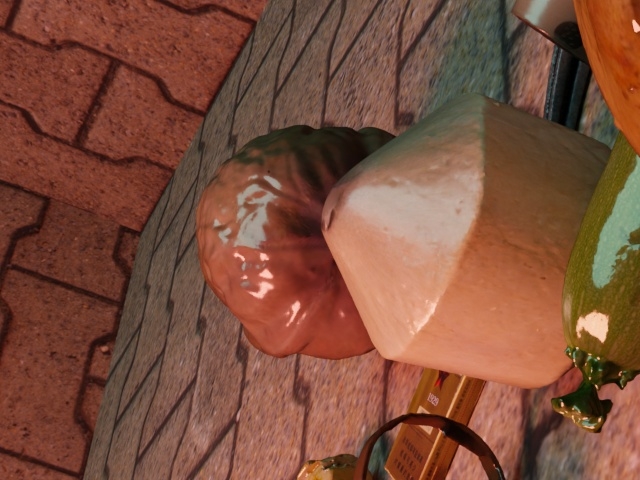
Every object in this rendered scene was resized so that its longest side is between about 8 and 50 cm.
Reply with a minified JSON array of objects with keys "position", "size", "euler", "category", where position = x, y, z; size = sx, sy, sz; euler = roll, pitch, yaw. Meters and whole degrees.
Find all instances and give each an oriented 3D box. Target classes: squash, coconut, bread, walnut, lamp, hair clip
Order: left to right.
[{"position":[0.000,0.002,1.254],"size":[0.248,0.248,0.248],"euler":[-58,18,33],"category":"walnut"},{"position":[0.003,0.278,1.221],"size":[0.156,0.064,0.117],"euler":[-67,20,3],"category":"bread"},{"position":[0.109,-0.001,0.930],"size":[0.202,0.222,0.202],"euler":[-164,90,-74],"category":"coconut"},{"position":[0.230,-0.173,1.109],"size":[0.083,0.048,0.275],"euler":[178,108,-72],"category":"hair clip"},{"position":[0.243,-0.247,1.008],"size":[0.214,0.121,0.121],"euler":[-55,18,13],"category":"lamp"},{"position":[0.236,-0.056,0.808],"size":[0.378,0.101,0.101],"euler":[-66,15,2],"category":"squash"}]

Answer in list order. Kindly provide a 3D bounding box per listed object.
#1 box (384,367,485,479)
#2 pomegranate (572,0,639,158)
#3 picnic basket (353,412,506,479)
[{"position":[0.100,0.157,1.126],"size":[0.133,0.023,0.090],"euler":[-68,17,2],"category":"box"},{"position":[0.240,-0.118,0.554],"size":[0.281,0.281,0.281],"euler":[-58,18,33],"category":"pomegranate"},{"position":[0.082,0.208,0.919],"size":[0.138,0.128,0.178],"euler":[-42,33,52],"category":"picnic basket"}]
